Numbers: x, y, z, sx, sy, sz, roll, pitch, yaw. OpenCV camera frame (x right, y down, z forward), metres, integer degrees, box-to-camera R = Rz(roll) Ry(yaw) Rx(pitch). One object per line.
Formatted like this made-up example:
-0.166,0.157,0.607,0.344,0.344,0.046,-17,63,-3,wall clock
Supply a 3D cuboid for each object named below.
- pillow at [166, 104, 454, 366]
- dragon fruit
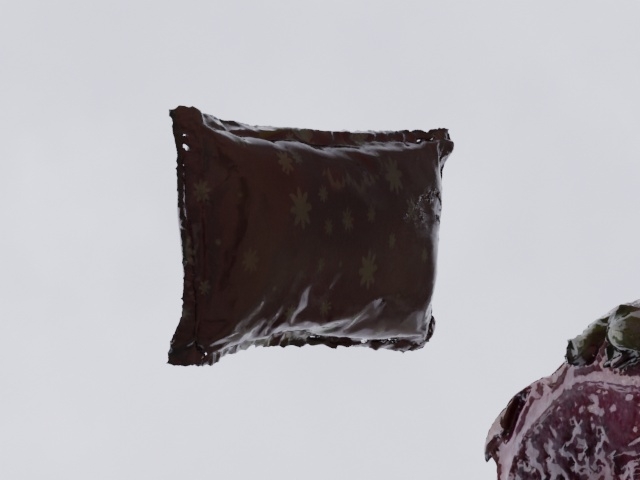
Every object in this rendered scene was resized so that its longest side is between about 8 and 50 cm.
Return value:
0.000,0.000,0.900,0.185,0.043,0.118,-1,-80,-45,pillow
0.111,0.056,0.630,0.102,0.147,0.096,-6,-99,-32,dragon fruit
